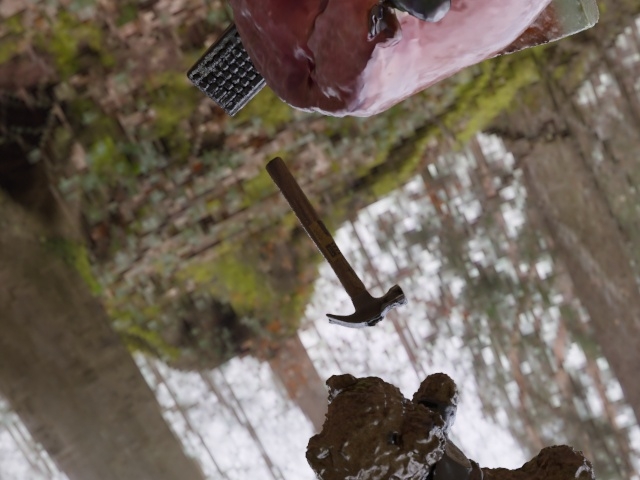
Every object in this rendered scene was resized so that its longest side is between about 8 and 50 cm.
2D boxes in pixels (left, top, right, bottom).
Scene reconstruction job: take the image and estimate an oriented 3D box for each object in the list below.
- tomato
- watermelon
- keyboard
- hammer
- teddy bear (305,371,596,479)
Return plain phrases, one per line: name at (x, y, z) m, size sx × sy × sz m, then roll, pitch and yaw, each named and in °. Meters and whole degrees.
tomato at (0.055, -0.247, 0.882) m, size 0.176 × 0.335 × 0.289 m, roll -15°, pitch -118°, yaw -25°
watermelon at (0.222, -0.306, 1.831) m, size 0.232 × 0.193 × 0.310 m, roll -6°, pitch -145°, yaw -6°
keyboard at (-0.045, -0.255, 1.700) m, size 0.250 × 0.087 × 0.017 m, roll -43°, pitch -152°, yaw 10°
hammer at (0.000, 0.000, 1.196) m, size 0.062 × 0.017 × 0.182 m, roll -34°, pitch -121°, yaw -1°
teddy bear at (0.096, 0.200, 1.144) m, size 0.129 × 0.251 × 0.182 m, roll -54°, pitch -166°, yaw 25°
